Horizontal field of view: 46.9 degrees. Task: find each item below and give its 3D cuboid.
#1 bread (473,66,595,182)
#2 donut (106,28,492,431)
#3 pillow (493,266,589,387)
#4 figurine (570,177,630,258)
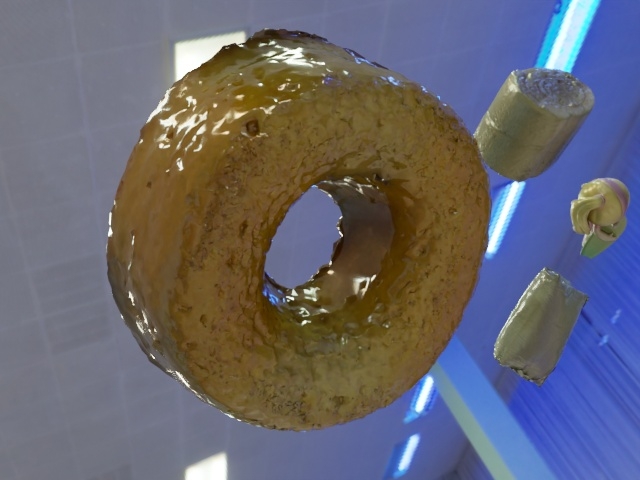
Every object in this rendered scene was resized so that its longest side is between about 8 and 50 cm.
[{"bbox_3d":[0.329,-0.186,1.151,0.148,0.134,0.141,-36,-20,-42],"label":"bread"},{"bbox_3d":[-0.001,0.003,0.499,0.278,0.108,0.277,-7,-73,-24],"label":"donut"},{"bbox_3d":[0.354,0.134,1.184,0.134,0.078,0.181,31,-91,-46],"label":"pillow"},{"bbox_3d":[0.370,-0.029,1.007,0.083,0.083,0.187,-30,-18,-2],"label":"figurine"}]
